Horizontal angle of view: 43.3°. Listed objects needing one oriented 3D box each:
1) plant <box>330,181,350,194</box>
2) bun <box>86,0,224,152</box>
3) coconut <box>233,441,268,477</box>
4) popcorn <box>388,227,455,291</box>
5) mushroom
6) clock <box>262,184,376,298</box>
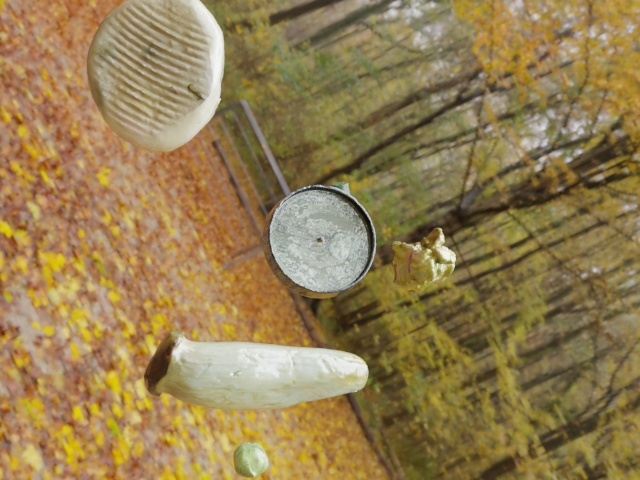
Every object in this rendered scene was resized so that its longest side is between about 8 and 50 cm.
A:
[{"bbox_3d":[0.047,-0.081,1.836,0.051,0.051,0.102,-113,-164,-72],"label":"plant"},{"bbox_3d":[-0.236,-0.247,1.189,0.116,0.210,0.237,45,63,-79],"label":"bun"},{"bbox_3d":[-0.174,0.549,2.006,0.087,0.088,0.096,64,-1,-41],"label":"coconut"},{"bbox_3d":[0.162,0.036,1.283,0.097,0.109,0.089,2,53,-44],"label":"popcorn"},{"bbox_3d":[-0.092,0.199,1.183,0.107,0.333,0.087,-67,-151,27],"label":"mushroom"},{"bbox_3d":[0.000,0.000,1.501,0.214,0.215,0.042,64,-21,6],"label":"clock"}]
